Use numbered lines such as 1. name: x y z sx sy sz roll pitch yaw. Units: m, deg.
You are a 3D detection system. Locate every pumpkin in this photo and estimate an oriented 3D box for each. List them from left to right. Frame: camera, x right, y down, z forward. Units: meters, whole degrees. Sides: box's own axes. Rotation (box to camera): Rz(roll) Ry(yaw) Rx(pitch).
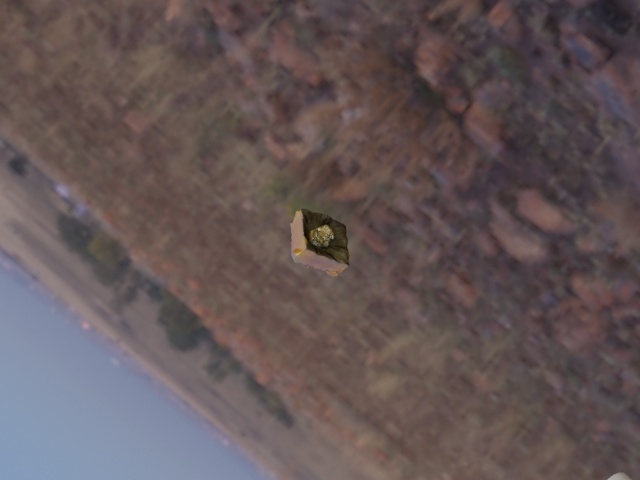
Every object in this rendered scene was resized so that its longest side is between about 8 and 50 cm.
1. pumpkin: 0.000 0.000 1.875 0.083 0.074 0.054 20 138 -32

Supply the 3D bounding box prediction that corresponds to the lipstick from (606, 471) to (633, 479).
1. lipstick: 0.304 0.260 1.242 0.130 0.038 0.038 42 175 43
